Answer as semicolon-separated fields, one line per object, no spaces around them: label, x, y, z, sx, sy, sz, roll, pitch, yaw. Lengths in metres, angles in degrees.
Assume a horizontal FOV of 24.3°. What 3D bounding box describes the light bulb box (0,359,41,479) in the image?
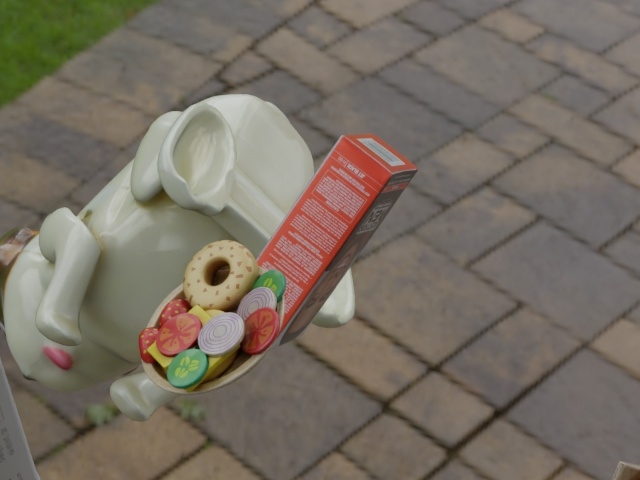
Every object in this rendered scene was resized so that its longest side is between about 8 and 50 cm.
light bulb box;-0.427;0.140;1.076;0.361;0.358;0.225;-33;68;-20

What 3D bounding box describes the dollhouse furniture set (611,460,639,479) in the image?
dollhouse furniture set;0.401;0.262;1.405;0.262;0.259;0.135;21;0;35

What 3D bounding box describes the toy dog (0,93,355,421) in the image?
toy dog;-0.212;0.014;1.703;0.284;0.408;0.395;38;30;-33

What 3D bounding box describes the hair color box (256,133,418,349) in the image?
hair color box;0.000;0.000;0.956;0.043;0.141;0.072;38;15;11

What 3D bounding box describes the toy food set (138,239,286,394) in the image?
toy food set;-0.054;0.041;0.742;0.083;0.020;0.082;-42;43;-10
